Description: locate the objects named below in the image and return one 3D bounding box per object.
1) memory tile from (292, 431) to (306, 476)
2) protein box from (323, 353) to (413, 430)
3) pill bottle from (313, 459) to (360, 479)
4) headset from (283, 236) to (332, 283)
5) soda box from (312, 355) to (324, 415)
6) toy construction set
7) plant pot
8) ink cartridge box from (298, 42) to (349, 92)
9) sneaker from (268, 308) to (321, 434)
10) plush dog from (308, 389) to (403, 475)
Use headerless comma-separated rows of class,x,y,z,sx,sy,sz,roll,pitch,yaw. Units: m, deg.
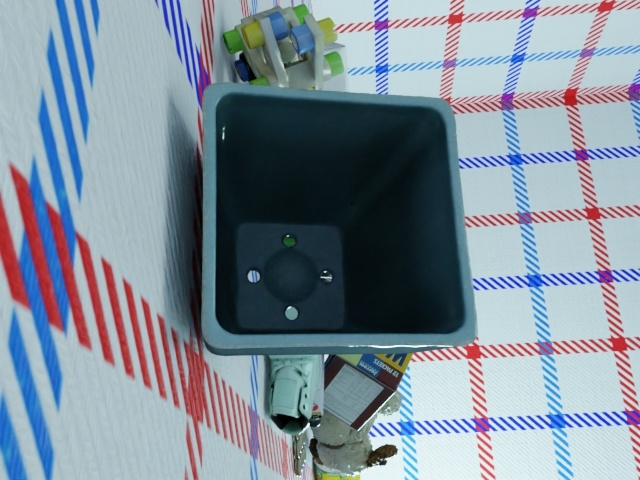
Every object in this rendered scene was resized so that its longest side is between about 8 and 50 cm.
memory tile,-0.044,0.415,1.503,0.148,0.012,0.113,21,65,-85
protein box,0.095,0.246,1.512,0.199,0.136,0.201,-56,177,-41
pill bottle,0.047,0.632,1.892,0.117,0.118,0.208,-86,172,-66
headset,0.000,0.000,1.266,0.394,0.185,0.243,-152,-123,-81
soda box,-0.031,0.239,1.399,0.216,0.074,0.069,-88,174,-59
toy construction set,-0.045,-0.176,1.002,0.215,0.151,0.327,-126,-149,-47
plant pot,-0.011,0.008,0.773,0.252,0.248,0.247,129,-40,-69
ink cartridge box,-0.033,-0.263,1.211,0.191,0.082,0.139,34,-44,52
sneaker,-0.042,0.187,1.135,0.151,0.094,0.255,-83,168,-55
plush dog,0.051,0.438,1.676,0.211,0.263,0.225,-29,109,-49
